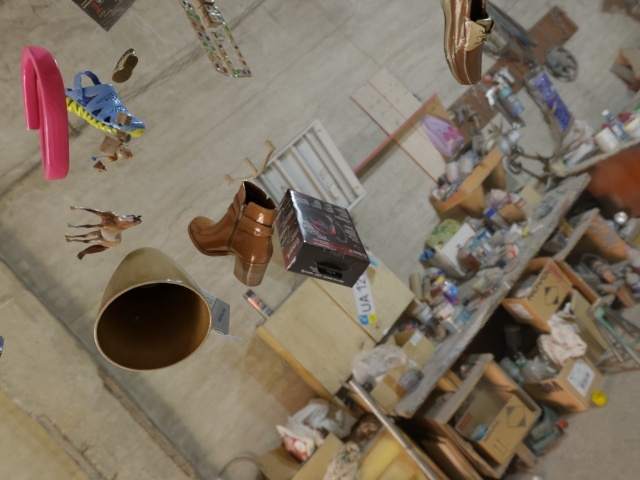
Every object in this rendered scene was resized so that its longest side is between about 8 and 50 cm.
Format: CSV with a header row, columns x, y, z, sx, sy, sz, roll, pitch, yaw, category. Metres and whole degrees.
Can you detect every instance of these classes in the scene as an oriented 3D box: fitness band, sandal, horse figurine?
x,y,z,sx,sy,sz,roll,pitch,yaw,category
-0.604,-0.274,1.046,0.054,0.209,0.291,-12,-45,-36,fitness band
-0.680,-0.428,1.491,0.138,0.317,0.126,-62,-10,12,sandal
-0.616,-0.025,1.340,0.174,0.066,0.263,4,-29,-32,horse figurine

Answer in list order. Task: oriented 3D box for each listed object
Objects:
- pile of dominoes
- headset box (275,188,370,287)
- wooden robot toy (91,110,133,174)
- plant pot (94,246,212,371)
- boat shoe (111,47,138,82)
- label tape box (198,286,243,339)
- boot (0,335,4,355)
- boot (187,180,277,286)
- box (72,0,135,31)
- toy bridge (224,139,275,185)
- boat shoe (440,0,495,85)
x,y,z,sx,sy,sz,roll,pitch,yaw,category
-0.298,-0.607,1.419,0.040,0.251,0.196,-23,10,28,pile of dominoes
0.000,0.000,1.363,0.110,0.218,0.293,-58,30,28,headset box
-0.503,-0.233,1.205,0.076,0.078,0.174,78,-145,-79,wooden robot toy
-0.394,0.125,1.101,0.237,0.237,0.254,-44,38,3,plant pot
-0.690,-0.616,1.685,0.152,0.049,0.056,-29,-30,33,boat shoe
-0.469,0.250,1.782,0.249,0.347,0.115,-1,61,46,label tape box
-0.875,0.273,1.225,0.219,0.106,0.082,3,73,61,boot
-0.216,-0.047,1.158,0.109,0.283,0.220,-14,-48,-41,boot
-0.367,-0.565,0.894,0.307,0.076,0.242,-47,8,2,box
-0.210,-0.225,1.453,0.188,0.063,0.026,-37,-4,14,toy bridge
0.428,-0.608,1.365,0.122,0.324,0.119,-39,36,-28,boat shoe
